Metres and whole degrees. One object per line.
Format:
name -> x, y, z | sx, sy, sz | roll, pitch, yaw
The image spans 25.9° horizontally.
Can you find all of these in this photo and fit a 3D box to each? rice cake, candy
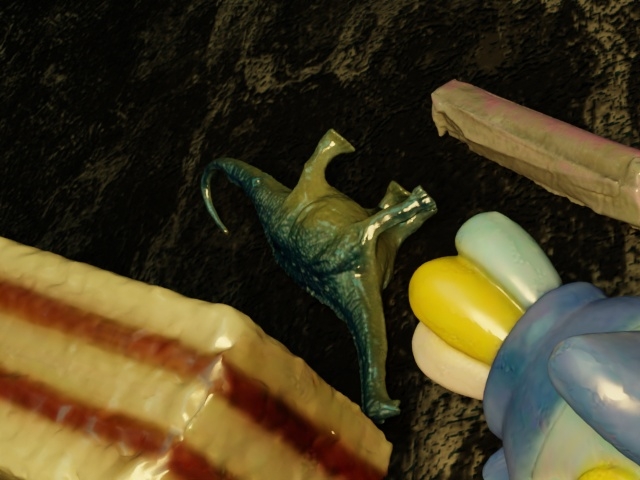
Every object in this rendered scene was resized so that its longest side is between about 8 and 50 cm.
rice cake -> 0.174, -0.069, 1.049 | 0.049, 0.055, 0.270 | -44, 37, -12
candy -> -0.137, 0.101, 0.841 | 0.321, 0.179, 0.135 | 15, 68, 37

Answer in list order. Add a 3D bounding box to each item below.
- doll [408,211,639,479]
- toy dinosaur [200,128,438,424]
doll -> 0.152, 0.167, 0.689 | 0.376, 0.187, 0.365 | 3, 87, 20
toy dinosaur -> 0.010, -0.006, 1.102 | 0.147, 0.076, 0.363 | -46, 43, 3
